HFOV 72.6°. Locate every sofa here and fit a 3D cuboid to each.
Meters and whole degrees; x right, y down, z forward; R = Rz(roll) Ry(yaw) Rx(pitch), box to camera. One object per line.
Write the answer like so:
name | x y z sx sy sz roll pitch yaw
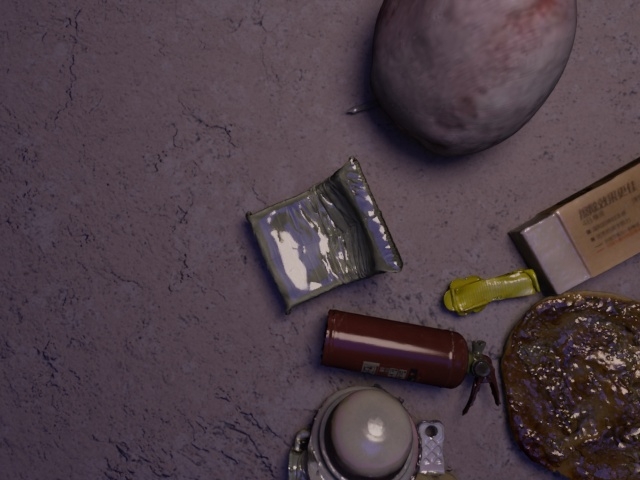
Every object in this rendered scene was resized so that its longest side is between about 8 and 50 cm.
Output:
sofa | 0.000 0.000 0.756 0.226 0.176 0.209 -22 90 1

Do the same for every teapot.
teapot | 0.040 0.404 0.809 0.201 0.077 0.107 -3 70 1

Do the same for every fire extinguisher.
fire extinguisher | 0.167 0.224 0.791 0.338 0.106 0.147 11 96 2

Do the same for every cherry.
cherry | 0.231 -0.294 0.691 0.292 0.335 0.325 -9 114 -14

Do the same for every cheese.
cheese | 0.188 0.467 0.806 0.164 0.071 0.248 -21 90 0

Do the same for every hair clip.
hair clip | 0.312 0.091 0.815 0.173 0.046 0.072 -17 87 0

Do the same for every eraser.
eraser | 0.536 -0.042 0.795 0.344 0.078 0.143 -29 89 2

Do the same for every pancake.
pancake | 0.498 0.264 0.777 0.357 0.065 0.355 -1 86 17

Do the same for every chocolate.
chocolate | 0.074 0.327 0.734 0.222 0.147 0.221 -3 54 4
